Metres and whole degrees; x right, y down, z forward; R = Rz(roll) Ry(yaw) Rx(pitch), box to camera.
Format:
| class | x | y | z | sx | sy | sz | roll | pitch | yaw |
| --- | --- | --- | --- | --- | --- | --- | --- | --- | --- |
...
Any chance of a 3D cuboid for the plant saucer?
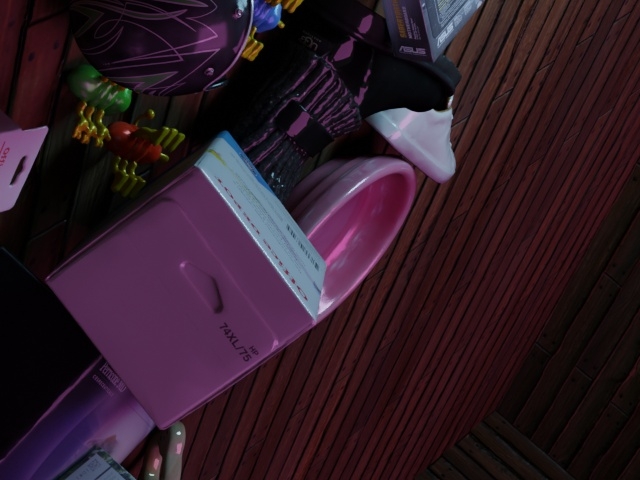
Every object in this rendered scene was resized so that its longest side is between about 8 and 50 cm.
| class | x | y | z | sx | sy | sz | roll | pitch | yaw |
| --- | --- | --- | --- | --- | --- | --- | --- | --- | --- |
| plant saucer | 0.000 | 0.000 | 2.312 | 0.332 | 0.084 | 0.332 | -42 | 161 | -19 |

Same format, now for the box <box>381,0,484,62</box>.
| class | x | y | z | sx | sy | sz | roll | pitch | yaw |
| --- | --- | --- | --- | --- | --- | --- | --- | --- | --- |
| box | 0.144 | -0.342 | 1.843 | 0.231 | 0.056 | 0.183 | -52 | 140 | -34 |

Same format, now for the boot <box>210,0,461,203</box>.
| class | x | y | z | sx | sy | sz | roll | pitch | yaw |
| --- | --- | --- | --- | --- | --- | --- | --- | --- | --- |
| boot | 0.014 | -0.153 | 1.959 | 0.260 | 0.131 | 0.348 | -59 | 150 | 7 |

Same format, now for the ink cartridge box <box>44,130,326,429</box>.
| class | x | y | z | sx | sy | sz | roll | pitch | yaw |
| --- | --- | --- | --- | --- | --- | --- | --- | --- | --- |
| ink cartridge box | -0.130 | 0.033 | 1.695 | 0.197 | 0.198 | 0.270 | -35 | -173 | 8 |

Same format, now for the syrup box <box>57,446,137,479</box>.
| class | x | y | z | sx | sy | sz | roll | pitch | yaw |
| --- | --- | --- | --- | --- | --- | --- | --- | --- | --- |
| syrup box | -0.189 | 0.341 | 1.727 | 0.093 | 0.237 | 0.096 | -40 | 160 | -33 |

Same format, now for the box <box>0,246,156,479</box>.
| class | x | y | z | sx | sy | sz | roll | pitch | yaw |
| --- | --- | --- | --- | --- | --- | --- | --- | --- | --- |
| box | -0.349 | 0.206 | 1.764 | 0.294 | 0.183 | 0.296 | -48 | 162 | -9 |

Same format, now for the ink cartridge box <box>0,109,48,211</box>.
| class | x | y | z | sx | sy | sz | roll | pitch | yaw |
| --- | --- | --- | --- | --- | --- | --- | --- | --- | --- |
| ink cartridge box | -0.337 | -0.067 | 1.443 | 0.180 | 0.060 | 0.104 | -19 | 144 | -56 |

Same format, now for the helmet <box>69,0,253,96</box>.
| class | x | y | z | sx | sy | sz | roll | pitch | yaw |
| --- | --- | --- | --- | --- | --- | --- | --- | --- | --- |
| helmet | -0.140 | -0.205 | 1.449 | 0.169 | 0.169 | 0.161 | -51 | 177 | 3 |

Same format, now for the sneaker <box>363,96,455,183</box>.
| class | x | y | z | sx | sy | sz | roll | pitch | yaw |
| --- | --- | --- | --- | --- | --- | --- | --- | --- | --- |
| sneaker | 0.160 | -0.165 | 2.316 | 0.123 | 0.106 | 0.290 | -49 | 160 | 5 |

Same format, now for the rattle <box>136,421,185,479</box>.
| class | x | y | z | sx | sy | sz | roll | pitch | yaw |
| --- | --- | --- | --- | --- | --- | --- | --- | --- | --- |
| rattle | -0.264 | 0.301 | 2.380 | 0.130 | 0.143 | 0.199 | -92 | -163 | -69 |

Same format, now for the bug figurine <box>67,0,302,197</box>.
| class | x | y | z | sx | sy | sz | roll | pitch | yaw |
| --- | --- | --- | --- | --- | --- | --- | --- | --- | --- |
| bug figurine | -0.151 | -0.179 | 1.636 | 0.279 | 0.072 | 0.216 | -47 | 156 | 7 |
